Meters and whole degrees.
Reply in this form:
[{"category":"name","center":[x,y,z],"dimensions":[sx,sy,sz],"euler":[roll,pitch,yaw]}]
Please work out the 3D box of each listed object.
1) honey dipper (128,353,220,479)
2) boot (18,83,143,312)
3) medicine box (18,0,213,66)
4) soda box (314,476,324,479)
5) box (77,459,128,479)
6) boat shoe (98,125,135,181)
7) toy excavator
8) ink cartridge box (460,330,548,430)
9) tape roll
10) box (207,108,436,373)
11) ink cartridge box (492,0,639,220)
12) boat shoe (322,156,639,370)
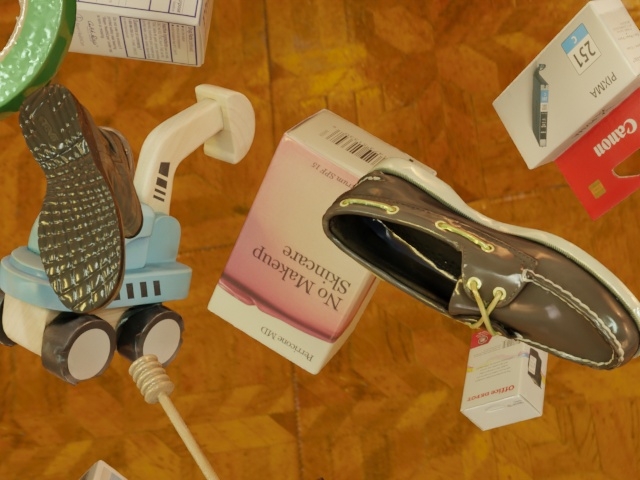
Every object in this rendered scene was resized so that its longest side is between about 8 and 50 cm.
[{"category":"honey dipper","center":[-0.123,0.170,0.885],"dimensions":[0.030,0.030,0.161],"euler":[-37,60,0]},{"category":"boot","center":[-0.219,-0.031,1.014],"dimensions":[0.083,0.161,0.247],"euler":[-20,69,10]},{"category":"medicine box","center":[-0.321,-0.449,1.644],"dimensions":[0.289,0.149,0.264],"euler":[7,70,-3]},{"category":"soda box","center":[-0.033,0.372,1.296],"dimensions":[0.060,0.169,0.053],"euler":[-27,92,21]},{"category":"box","center":[-0.158,0.313,0.884],"dimensions":[0.203,0.114,0.103],"euler":[41,99,-14]},{"category":"boat shoe","center":[-0.403,-0.068,1.946],"dimensions":[0.123,0.116,0.325],"euler":[-8,107,-20]},{"category":"toy excavator","center":[-0.296,-0.033,1.596],"dimensions":[0.222,0.432,0.446],"euler":[22,106,35]},{"category":"ink cartridge box","center":[0.326,0.235,1.753],"dimensions":[0.127,0.072,0.175],"euler":[-24,35,38]},{"category":"tape roll","center":[-0.467,-0.295,1.216],"dimensions":[0.321,0.077,0.322],"euler":[0,92,-2]},{"category":"box","center":[0.000,0.000,1.078],"dimensions":[0.148,0.127,0.232],"euler":[30,117,9]},{"category":"ink cartridge box","center":[0.428,-0.193,1.573],"dimensions":[0.066,0.296,0.261],"euler":[-21,75,-29]},{"category":"boat shoe","center":[0.102,0.025,0.649],"dimensions":[0.227,0.081,0.068],"euler":[31,51,31]}]
